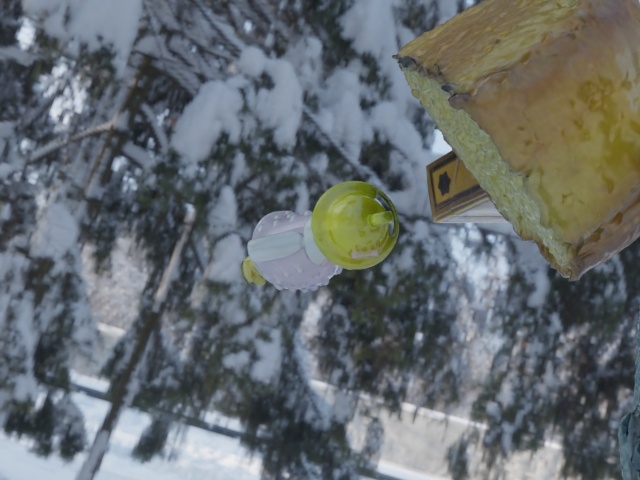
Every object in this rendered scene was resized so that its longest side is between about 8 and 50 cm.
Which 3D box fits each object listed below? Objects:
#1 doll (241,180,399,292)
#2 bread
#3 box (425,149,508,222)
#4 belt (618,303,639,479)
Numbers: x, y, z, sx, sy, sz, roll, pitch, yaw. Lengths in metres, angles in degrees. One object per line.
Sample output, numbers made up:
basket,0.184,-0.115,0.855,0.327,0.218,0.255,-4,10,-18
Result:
doll,0.000,0.000,0.843,0.129,0.081,0.207,-7,-8,-33
bread,0.190,-0.117,0.768,0.194,0.179,0.340,53,7,-16
box,0.286,-0.094,1.138,0.193,0.084,0.301,1,-13,-25
belt,0.186,0.106,0.454,0.082,0.163,0.148,-3,-38,13
